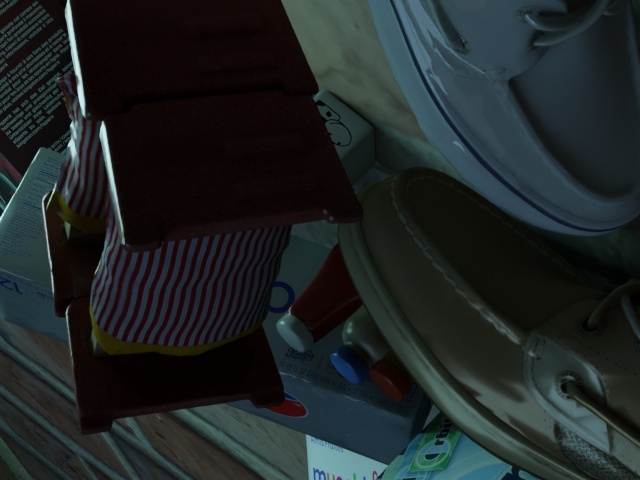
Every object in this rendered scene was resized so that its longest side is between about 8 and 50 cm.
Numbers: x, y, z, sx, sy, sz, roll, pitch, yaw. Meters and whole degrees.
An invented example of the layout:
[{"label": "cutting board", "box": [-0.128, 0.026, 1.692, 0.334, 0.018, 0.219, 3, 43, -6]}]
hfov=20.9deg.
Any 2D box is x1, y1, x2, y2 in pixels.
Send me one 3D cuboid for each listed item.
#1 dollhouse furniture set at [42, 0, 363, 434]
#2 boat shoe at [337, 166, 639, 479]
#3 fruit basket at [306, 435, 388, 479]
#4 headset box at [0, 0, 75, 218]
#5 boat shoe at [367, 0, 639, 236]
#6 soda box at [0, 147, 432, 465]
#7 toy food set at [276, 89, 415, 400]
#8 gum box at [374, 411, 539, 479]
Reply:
[{"label": "dollhouse furniture set", "box": [-0.192, 0.002, 0.864, 0.201, 0.374, 0.152, 108, 149, -56]}, {"label": "boat shoe", "box": [0.157, 0.068, 0.828, 0.341, 0.121, 0.110, 42, 125, 12]}, {"label": "fruit basket", "box": [0.061, 0.321, 1.320, 0.327, 0.165, 0.353, 9, 107, 61]}, {"label": "headset box", "box": [-0.226, -0.093, 1.276, 0.293, 0.110, 0.218, 49, 161, -8]}, {"label": "boat shoe", "box": [0.072, -0.110, 0.653, 0.088, 0.096, 0.267, 19, 140, 61]}, {"label": "soda box", "box": [-0.061, 0.043, 1.090, 0.286, 0.091, 0.098, 19, 156, 9]}, {"label": "toy food set", "box": [0.000, 0.000, 0.995, 0.232, 0.104, 0.111, 39, 160, 20]}, {"label": "gum box", "box": [0.117, 0.143, 0.959, 0.184, 0.157, 0.041, 17, 146, 54]}]
